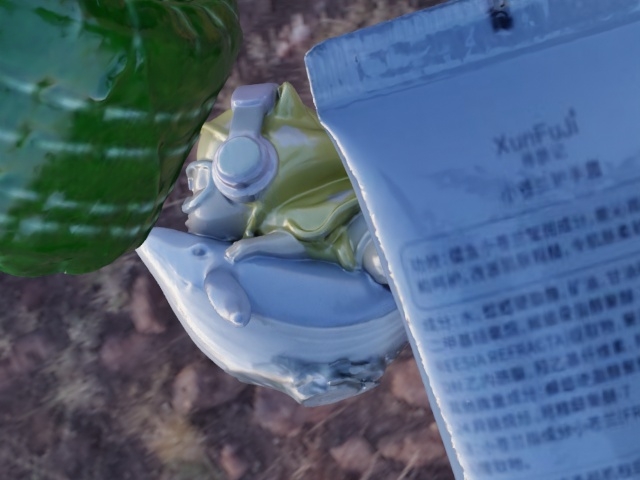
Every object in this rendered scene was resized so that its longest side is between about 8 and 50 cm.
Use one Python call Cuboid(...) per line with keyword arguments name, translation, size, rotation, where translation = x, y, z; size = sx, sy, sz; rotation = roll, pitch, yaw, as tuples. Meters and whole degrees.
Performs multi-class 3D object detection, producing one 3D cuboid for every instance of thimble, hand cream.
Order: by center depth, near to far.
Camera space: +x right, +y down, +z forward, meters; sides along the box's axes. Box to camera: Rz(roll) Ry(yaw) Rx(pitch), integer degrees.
Cuboid(name="hand cream", translation=(0.076, 0.071, 0.376), size=(0.091, 0.058, 0.271), rotation=(-16, 102, 1))
Cuboid(name="thimble", translation=(-0.088, -0.050, 0.421), size=(0.090, 0.130, 0.118), rotation=(-61, 39, 18))

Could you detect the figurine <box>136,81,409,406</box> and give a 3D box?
Cuboid(name="figurine", translation=(0.000, 0.000, 0.859), size=(0.208, 0.128, 0.184), rotation=(-4, 71, 6))
